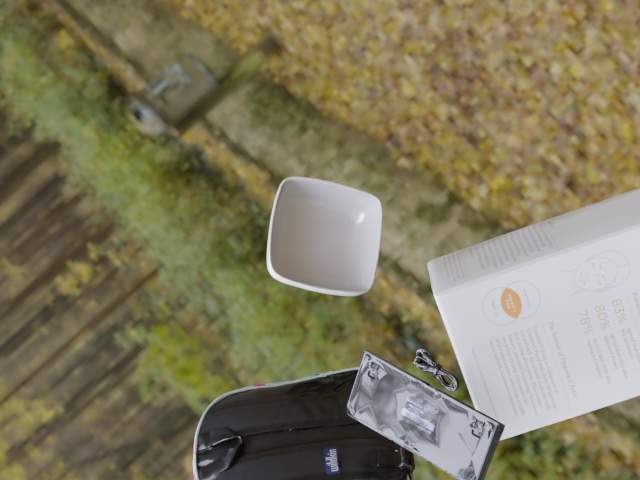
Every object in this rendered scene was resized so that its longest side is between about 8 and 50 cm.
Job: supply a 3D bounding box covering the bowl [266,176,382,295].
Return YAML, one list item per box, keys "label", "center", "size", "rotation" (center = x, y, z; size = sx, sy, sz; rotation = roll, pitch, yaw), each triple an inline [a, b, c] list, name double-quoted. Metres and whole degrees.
- label: "bowl"
  center: [0.000, 0.000, 1.799]
  size: [0.142, 0.142, 0.053]
  rotation: [13, 160, -14]

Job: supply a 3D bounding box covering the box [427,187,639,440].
- label: "box"
  center: [0.336, 0.086, 1.843]
  size: [0.168, 0.345, 0.215]
  rotation: [-85, -25, -75]

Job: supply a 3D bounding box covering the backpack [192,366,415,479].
- label: "backpack"
  center: [-0.023, 0.279, 1.728]
  size: [0.191, 0.254, 0.225]
  rotation: [90, 174, -50]

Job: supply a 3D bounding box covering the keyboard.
- label: "keyboard"
  center: [0.113, 0.173, 1.529]
  size: [0.180, 0.108, 0.023]
  rotation: [27, -162, 31]
